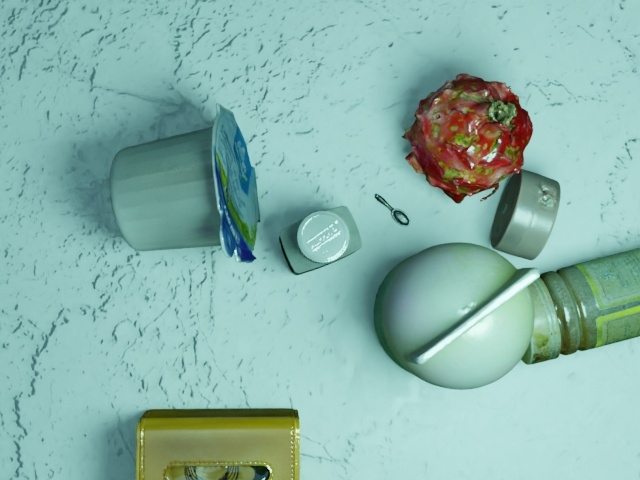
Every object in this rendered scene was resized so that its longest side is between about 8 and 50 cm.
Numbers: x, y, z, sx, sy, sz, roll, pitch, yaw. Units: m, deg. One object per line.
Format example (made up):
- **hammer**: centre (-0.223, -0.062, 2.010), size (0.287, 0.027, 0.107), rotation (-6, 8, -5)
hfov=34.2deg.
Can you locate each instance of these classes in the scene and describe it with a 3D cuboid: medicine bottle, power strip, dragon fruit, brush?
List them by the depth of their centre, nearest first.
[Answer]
- **medicine bottle**: centre (0.217, 0.121, 1.683), size (0.235, 0.406, 0.236), rotation (0, 86, -2)
- **dragon fruit**: centre (0.261, -0.186, 1.779), size (0.205, 0.268, 0.210), rotation (44, 72, -1)
- **medicine bottle**: centre (0.000, 0.000, 1.789), size (0.132, 0.188, 0.088), rotation (-21, 87, -5)
- **medicine bottle**: centre (0.495, 0.107, 1.825), size (0.322, 0.151, 0.151), rotation (-14, 87, -4)
- **power strip**: centre (0.359, -0.046, 1.827), size (0.078, 0.154, 0.154), rotation (18, 85, -2)
- **brush**: centre (0.131, -0.056, 1.889), size (0.083, 0.008, 0.024), rotation (42, 88, 0)

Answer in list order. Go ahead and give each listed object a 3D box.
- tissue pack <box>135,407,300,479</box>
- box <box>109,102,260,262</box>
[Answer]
- **tissue pack**: centre (-0.171, 0.387, 1.779), size (0.274, 0.145, 0.195), rotation (-1, 84, -4)
- **box**: centre (-0.232, -0.062, 1.755), size (0.206, 0.262, 0.291), rotation (-8, 44, 12)
